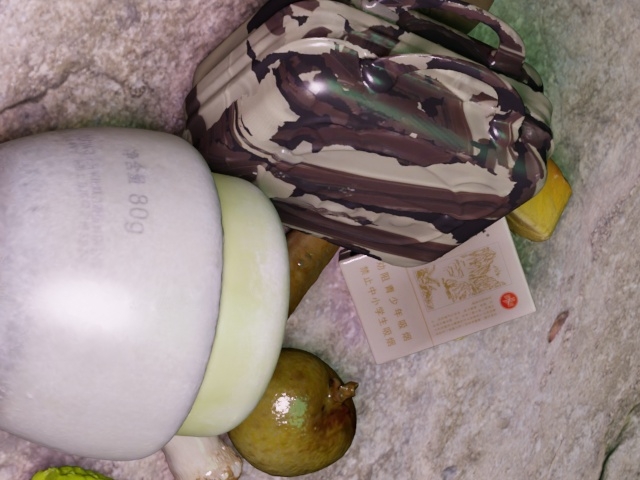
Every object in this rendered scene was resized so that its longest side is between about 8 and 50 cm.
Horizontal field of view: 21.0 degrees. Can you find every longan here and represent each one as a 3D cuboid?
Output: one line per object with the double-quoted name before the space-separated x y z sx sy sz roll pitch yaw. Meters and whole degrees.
"longan" -0.026 0.190 1.942 0.155 0.176 0.145 5 71 -57

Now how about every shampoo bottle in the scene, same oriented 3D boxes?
"shampoo bottle" -0.210 0.048 1.666 0.317 0.322 0.322 10 97 -27

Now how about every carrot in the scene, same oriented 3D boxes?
"carrot" 0.000 0.000 1.970 0.298 0.078 0.078 -45 125 -21

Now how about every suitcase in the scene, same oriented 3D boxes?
"suitcase" 0.069 -0.137 1.792 0.351 0.339 0.194 20 56 -28

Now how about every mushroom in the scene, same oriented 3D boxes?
"mushroom" -0.166 0.205 1.909 0.084 0.071 0.209 -27 120 10

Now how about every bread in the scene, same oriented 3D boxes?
"bread" 0.205 -0.088 2.067 0.245 0.102 0.094 35 71 -37

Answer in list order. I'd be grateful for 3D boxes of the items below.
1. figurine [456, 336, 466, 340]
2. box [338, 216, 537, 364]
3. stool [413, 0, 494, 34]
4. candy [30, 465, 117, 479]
"figurine" 0.134 0.032 2.076 0.083 0.083 0.187 -23 107 -29
"box" 0.135 0.047 2.010 0.201 0.058 0.141 -20 103 6
"stool" 0.057 -0.328 1.802 0.264 0.179 0.179 32 83 -53
"candy" -0.230 0.303 1.876 0.209 0.097 0.096 23 89 -47
